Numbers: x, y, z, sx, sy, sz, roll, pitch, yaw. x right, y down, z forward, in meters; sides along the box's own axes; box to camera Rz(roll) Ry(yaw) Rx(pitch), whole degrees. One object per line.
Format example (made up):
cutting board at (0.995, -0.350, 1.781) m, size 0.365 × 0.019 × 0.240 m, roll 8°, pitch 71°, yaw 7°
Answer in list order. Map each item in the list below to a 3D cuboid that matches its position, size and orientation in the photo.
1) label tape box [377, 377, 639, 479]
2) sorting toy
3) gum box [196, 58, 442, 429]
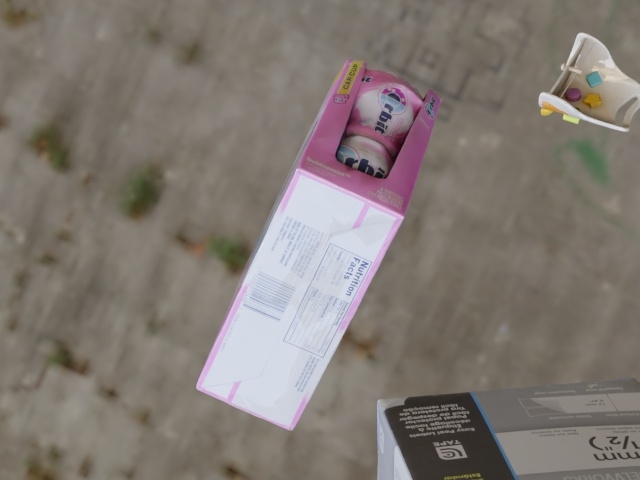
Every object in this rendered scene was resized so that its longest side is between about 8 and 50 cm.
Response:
label tape box at (0.199, 0.244, 1.638) m, size 0.249 × 0.115 × 0.347 m, roll -3°, pitch -159°, yaw -8°
sorting toy at (0.227, -0.119, 1.607) m, size 0.075 × 0.083 × 0.045 m, roll 25°, pitch 143°, yaw 14°
gum box at (0.000, 0.000, 1.074) m, size 0.062 × 0.188 × 0.107 m, roll 24°, pitch -139°, yaw -3°
